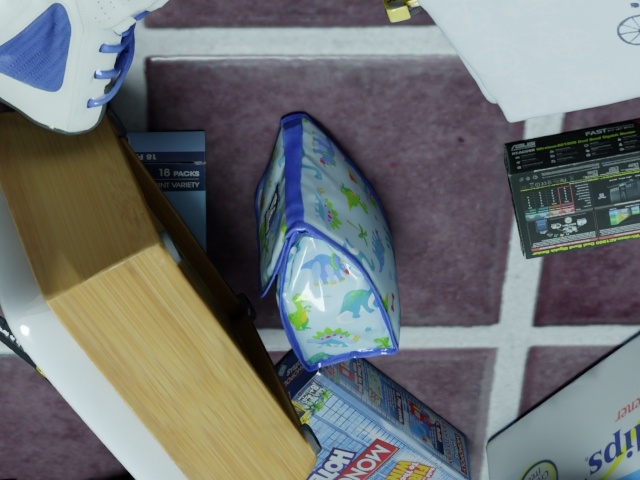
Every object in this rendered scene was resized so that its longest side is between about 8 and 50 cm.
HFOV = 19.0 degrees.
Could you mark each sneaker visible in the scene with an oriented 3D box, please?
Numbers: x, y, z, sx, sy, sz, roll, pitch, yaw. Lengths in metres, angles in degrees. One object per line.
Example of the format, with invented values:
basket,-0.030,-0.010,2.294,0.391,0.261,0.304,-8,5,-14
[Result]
sneaker,-0.146,-0.175,1.260,0.315,0.127,0.182,-12,137,17

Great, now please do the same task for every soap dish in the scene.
soap dish,-0.123,0.056,1.353,0.118,0.229,0.291,-31,129,2

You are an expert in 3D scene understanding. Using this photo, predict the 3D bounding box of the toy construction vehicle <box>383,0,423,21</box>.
toy construction vehicle,0.083,-0.190,1.307,0.098,0.035,0.086,-12,133,8

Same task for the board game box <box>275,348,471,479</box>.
board game box,0.021,0.183,1.639,0.194,0.060,0.194,26,127,-24

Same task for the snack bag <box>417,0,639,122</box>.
snack bag,0.191,-0.196,1.199,0.323,0.037,0.342,-8,147,27

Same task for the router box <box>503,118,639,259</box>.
router box,0.206,-0.039,1.454,0.122,0.038,0.092,-10,133,7

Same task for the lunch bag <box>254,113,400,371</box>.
lunch bag,0.000,0.000,1.418,0.096,0.129,0.151,-12,134,7

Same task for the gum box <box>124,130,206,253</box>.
gum box,-0.165,-0.002,1.466,0.157,0.041,0.184,-1,134,-3

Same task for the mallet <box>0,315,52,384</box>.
mallet,-0.267,0.041,1.468,0.189,0.039,0.062,35,126,-9

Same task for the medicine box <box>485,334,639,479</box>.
medicine box,0.335,0.221,1.632,0.289,0.149,0.263,33,123,-29
